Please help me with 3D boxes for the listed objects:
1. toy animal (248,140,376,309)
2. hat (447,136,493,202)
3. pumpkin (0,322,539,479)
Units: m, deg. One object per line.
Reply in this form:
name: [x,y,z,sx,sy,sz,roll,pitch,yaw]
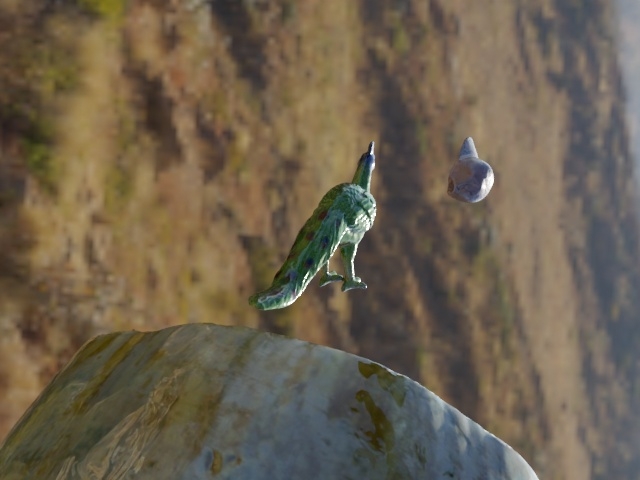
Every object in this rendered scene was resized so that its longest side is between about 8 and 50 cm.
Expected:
toy animal: [0.002,0.013,1.230,0.217,0.041,0.075,-54,145,-49]
hat: [0.157,-0.068,1.791,0.087,0.042,0.058,-47,153,-66]
pumpkin: [-0.043,0.176,0.911,0.332,0.332,0.199,76,28,-51]
